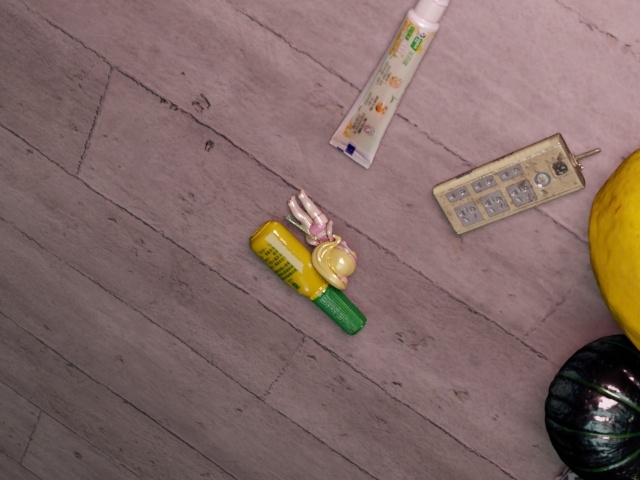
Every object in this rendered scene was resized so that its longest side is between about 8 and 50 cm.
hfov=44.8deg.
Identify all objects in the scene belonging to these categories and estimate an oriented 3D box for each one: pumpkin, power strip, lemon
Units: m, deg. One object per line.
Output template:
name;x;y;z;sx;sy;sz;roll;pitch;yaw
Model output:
pumpkin;0.460;0.266;1.242;0.248;0.248;0.248;11;122;18
power strip;0.302;-0.090;1.196;0.268;0.034;0.092;-22;107;33
lemon;0.482;0.012;1.001;0.285;0.316;0.285;11;121;19

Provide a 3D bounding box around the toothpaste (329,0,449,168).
toothpaste;0.107;-0.243;1.185;0.056;0.058;0.314;2;137;-29

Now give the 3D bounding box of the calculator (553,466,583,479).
calculator;0.578;0.474;1.411;0.274;0.028;0.166;31;123;2

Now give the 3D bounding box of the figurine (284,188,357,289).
figurine;0.000;0.000;1.366;0.083;0.083;0.187;-30;94;34

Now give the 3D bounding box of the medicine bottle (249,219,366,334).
medicine bottle;-0.020;0.072;1.416;0.260;0.064;0.095;45;141;-7
